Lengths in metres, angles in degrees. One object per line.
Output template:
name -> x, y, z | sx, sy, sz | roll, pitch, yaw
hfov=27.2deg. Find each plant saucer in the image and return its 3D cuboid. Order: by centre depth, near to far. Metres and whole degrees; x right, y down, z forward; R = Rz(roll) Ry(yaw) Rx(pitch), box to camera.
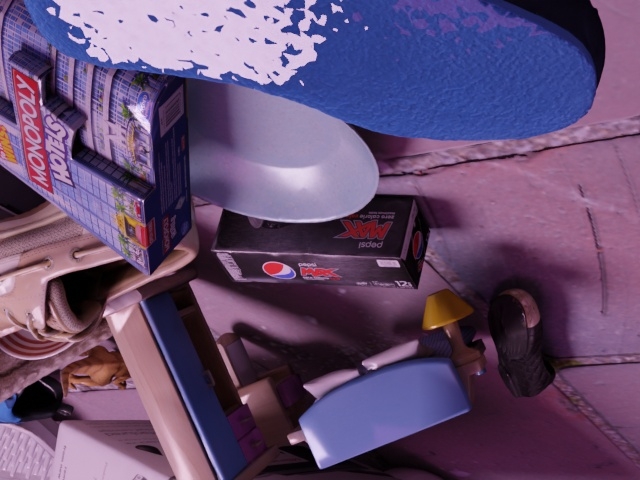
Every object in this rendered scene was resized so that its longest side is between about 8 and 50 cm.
plant saucer -> -0.047, -0.078, 0.986 | 0.195, 0.037, 0.195 | 13, 153, 7

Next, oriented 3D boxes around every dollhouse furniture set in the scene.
dollhouse furniture set -> 0.008, 0.077, 1.208 | 0.303, 0.198, 0.286 | -23, 180, 17

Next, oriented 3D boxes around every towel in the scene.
towel -> -0.308, 0.126, 1.279 | 0.049, 0.282, 0.187 | 60, 146, -3

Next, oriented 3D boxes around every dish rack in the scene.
dish rack -> -0.474, 0.258, 1.795 | 0.333, 0.072, 0.285 | 6, 150, 18

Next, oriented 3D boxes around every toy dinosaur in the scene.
toy dinosaur -> -0.246, 0.136, 1.446 | 0.112, 0.064, 0.211 | 0, 177, 32

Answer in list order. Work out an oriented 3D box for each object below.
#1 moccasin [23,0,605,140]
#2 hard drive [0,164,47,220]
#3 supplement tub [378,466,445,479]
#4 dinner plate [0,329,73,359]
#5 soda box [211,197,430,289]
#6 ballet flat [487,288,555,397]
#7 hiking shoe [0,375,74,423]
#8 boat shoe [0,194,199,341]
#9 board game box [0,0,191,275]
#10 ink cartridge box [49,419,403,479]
moccasin -> -0.004, -0.154, 0.750 | 0.342, 0.117, 0.138 | 15, 141, 10
hard drive -> -0.415, -0.041, 1.219 | 0.237, 0.064, 0.339 | 31, 148, -28
supplement tub -> 0.018, 0.411, 1.648 | 0.235, 0.235, 0.325 | 34, 147, -31
dinner plate -> -0.246, 0.041, 1.203 | 0.141, 0.141, 0.017 | 0, 162, 27
soda box -> 0.000, 0.000, 1.083 | 0.169, 0.060, 0.053 | 2, 151, 22
ballet flat -> 0.182, 0.087, 1.182 | 0.057, 0.049, 0.173 | 53, 169, 30
hiking shoe -> -0.397, 0.132, 1.500 | 0.132, 0.113, 0.304 | 0, 160, 17
boat shoe -> -0.228, 0.035, 1.112 | 0.302, 0.098, 0.109 | -28, 153, 23
board game box -> -0.189, -0.090, 0.961 | 0.194, 0.060, 0.194 | 29, 148, 15
ink cartridge box -> -0.062, 0.308, 1.359 | 0.285, 0.166, 0.395 | 7, -176, -41
